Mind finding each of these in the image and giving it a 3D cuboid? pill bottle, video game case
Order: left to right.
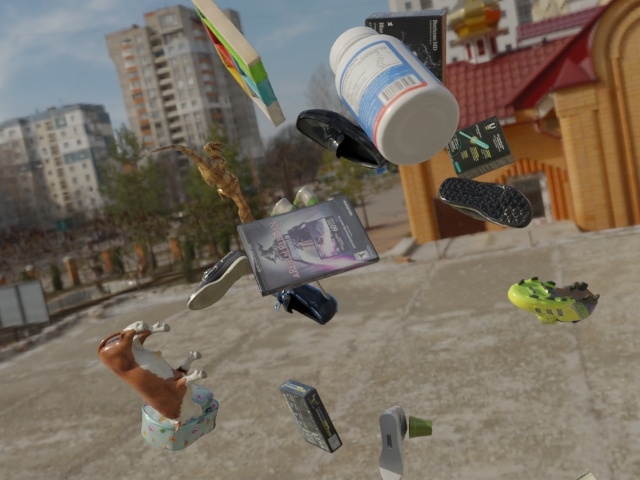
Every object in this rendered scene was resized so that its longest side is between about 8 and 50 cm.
[{"bbox_3d":[-0.031,0.008,1.504,0.274,0.196,0.026,-16,-36,-13],"label":"video game case"},{"bbox_3d":[0.096,-0.218,0.957,0.124,0.124,0.222,-13,46,-15],"label":"pill bottle"}]

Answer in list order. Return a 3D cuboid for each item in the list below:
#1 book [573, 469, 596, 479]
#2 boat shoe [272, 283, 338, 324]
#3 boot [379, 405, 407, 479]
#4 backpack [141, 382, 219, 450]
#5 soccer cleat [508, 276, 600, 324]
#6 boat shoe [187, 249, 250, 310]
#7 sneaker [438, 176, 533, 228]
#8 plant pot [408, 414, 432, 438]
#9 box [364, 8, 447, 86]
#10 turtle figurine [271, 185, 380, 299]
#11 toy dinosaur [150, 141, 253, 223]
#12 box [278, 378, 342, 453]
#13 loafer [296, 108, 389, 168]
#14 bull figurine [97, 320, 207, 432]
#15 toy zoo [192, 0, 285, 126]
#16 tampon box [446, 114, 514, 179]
[{"bbox_3d":[0.536,0.558,1.442,0.144,0.035,0.096,-35,-33,4],"label":"book"},{"bbox_3d":[-0.077,0.159,1.869,0.258,0.109,0.089,16,55,30],"label":"boat shoe"},{"bbox_3d":[0.268,0.715,2.332,0.095,0.259,0.123,-1,0,30],"label":"boot"},{"bbox_3d":[-0.377,0.459,1.755,0.165,0.145,0.188,20,27,23],"label":"backpack"},{"bbox_3d":[0.533,0.155,1.539,0.289,0.121,0.093,5,34,-35],"label":"soccer cleat"},{"bbox_3d":[-0.281,0.105,1.787,0.206,0.075,0.065,-41,52,-8],"label":"boat shoe"},{"bbox_3d":[0.369,-0.083,1.459,0.234,0.084,0.097,28,-1,40],"label":"sneaker"},{"bbox_3d":[0.352,0.659,2.337,0.079,0.083,0.083,2,7,4],"label":"plant pot"},{"bbox_3d":[0.178,-0.388,1.370,0.158,0.156,0.093,2,25,16],"label":"box"},{"bbox_3d":[0.000,0.000,1.807,0.198,0.266,0.275,-44,-18,-4],"label":"turtle figurine"},{"bbox_3d":[-0.167,-0.111,1.016,0.064,0.211,0.112,-41,36,9],"label":"toy dinosaur"},{"bbox_3d":[-0.036,0.594,2.255,0.059,0.233,0.183,-31,14,-29],"label":"box"},{"bbox_3d":[0.043,-0.208,1.365,0.223,0.076,0.078,24,48,16],"label":"loafer"},{"bbox_3d":[-0.384,0.321,1.594,0.188,0.310,0.101,-44,17,15],"label":"bull figurine"},{"bbox_3d":[-0.151,-0.339,1.305,0.030,0.192,0.293,-37,-17,-4],"label":"toy zoo"},{"bbox_3d":[0.451,-0.258,1.888,0.160,0.121,0.101,-21,-17,18],"label":"tampon box"}]
